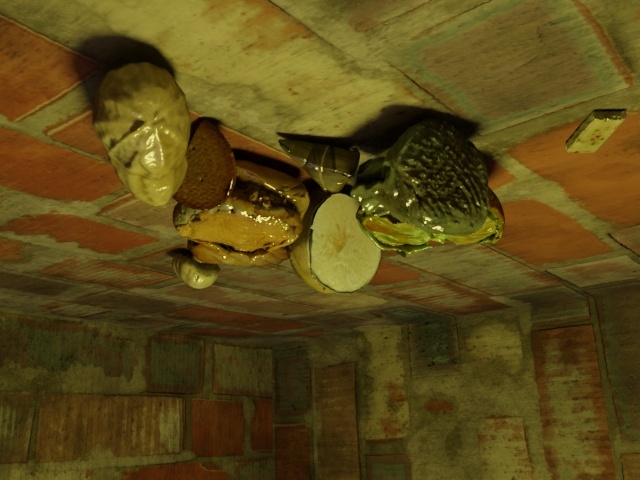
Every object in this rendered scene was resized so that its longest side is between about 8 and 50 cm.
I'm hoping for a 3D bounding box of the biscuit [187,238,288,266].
[{"bbox_3d":[-0.229,0.001,1.847,0.296,0.102,0.296,2,163,1],"label":"biscuit"}]

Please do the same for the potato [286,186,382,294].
[{"bbox_3d":[0.000,0.000,1.667,0.196,0.246,0.300,14,150,41],"label":"potato"}]

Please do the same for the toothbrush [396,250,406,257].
[{"bbox_3d":[0.212,0.007,2.033,0.030,0.030,0.297,-20,156,22],"label":"toothbrush"}]

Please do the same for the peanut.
[{"bbox_3d":[-0.308,-0.185,1.147,0.174,0.158,0.340,39,161,-1],"label":"peanut"}]

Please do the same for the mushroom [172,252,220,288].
[{"bbox_3d":[-0.398,0.084,2.083,0.154,0.122,0.154,23,-165,-7],"label":"mushroom"}]

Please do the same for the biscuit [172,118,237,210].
[{"bbox_3d":[-0.226,-0.135,1.308,0.126,0.025,0.206,36,126,6],"label":"biscuit"}]

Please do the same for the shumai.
[{"bbox_3d":[0.210,-0.115,1.337,0.260,0.225,0.222,29,162,-16],"label":"shumai"}]

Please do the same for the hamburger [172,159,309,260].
[{"bbox_3d":[-0.190,-0.070,1.499,0.318,0.158,0.318,2,154,1],"label":"hamburger"}]

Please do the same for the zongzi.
[{"bbox_3d":[-0.016,-0.162,1.402,0.176,0.078,0.160,11,161,-8],"label":"zongzi"}]

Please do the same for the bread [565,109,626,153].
[{"bbox_3d":[0.564,-0.222,1.338,0.068,0.028,0.154,1,161,-2],"label":"bread"}]

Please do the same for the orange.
[{"bbox_3d":[0.252,-0.068,1.524,0.334,0.196,0.262,-11,147,15],"label":"orange"}]
